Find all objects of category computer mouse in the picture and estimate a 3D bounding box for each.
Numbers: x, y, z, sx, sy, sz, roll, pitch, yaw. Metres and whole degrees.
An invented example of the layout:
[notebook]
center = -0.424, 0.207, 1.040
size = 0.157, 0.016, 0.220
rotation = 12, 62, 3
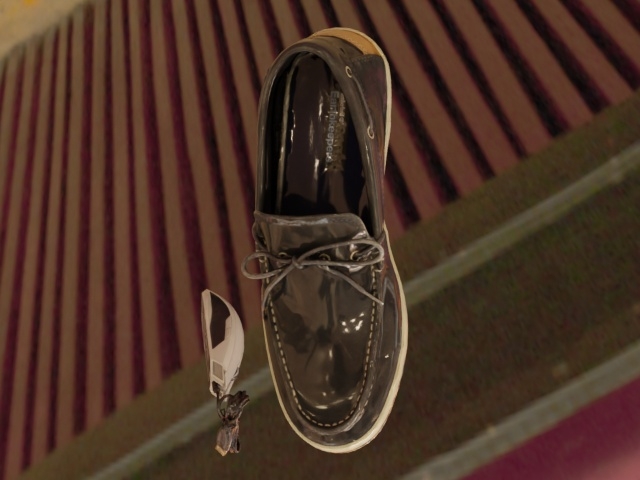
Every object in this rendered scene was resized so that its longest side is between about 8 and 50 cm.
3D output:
[computer mouse]
center = -0.099, 0.130, 1.535
size = 0.042, 0.193, 0.106
rotation = -4, 139, -8

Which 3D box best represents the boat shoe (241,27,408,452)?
[boat shoe]
center = 0.000, 0.000, 1.670
size = 0.187, 0.156, 0.500
rotation = 2, 93, 22
